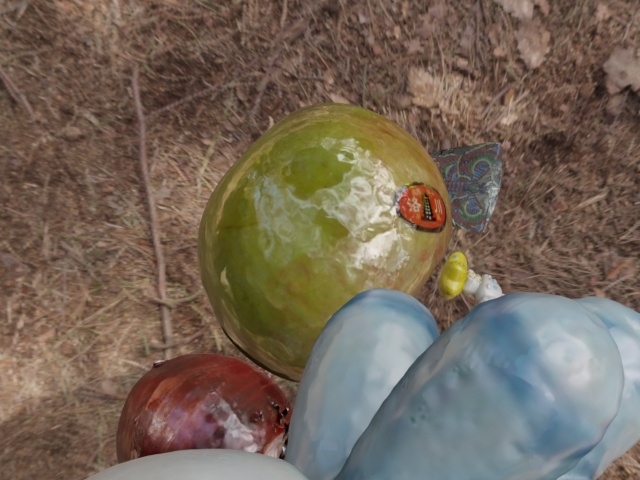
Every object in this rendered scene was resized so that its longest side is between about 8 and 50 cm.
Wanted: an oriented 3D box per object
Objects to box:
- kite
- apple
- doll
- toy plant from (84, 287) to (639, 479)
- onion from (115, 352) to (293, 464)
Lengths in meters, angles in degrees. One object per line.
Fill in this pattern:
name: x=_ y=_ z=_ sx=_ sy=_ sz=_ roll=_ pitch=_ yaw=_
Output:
kite: x=0.159 y=-0.088 z=1.269 sx=0.285 sy=0.015 sz=0.152 roll=1 pitch=109 yaw=-24
apple: x=0.000 y=0.000 z=0.732 sx=0.194 sy=0.261 sz=0.261 roll=38 pitch=93 yaw=1
doll: x=0.239 y=0.077 z=1.274 sx=0.113 sy=0.135 sz=0.071 roll=16 pitch=111 yaw=-18
toy plant: x=0.047 y=0.136 z=0.415 sx=0.332 sy=0.247 sz=0.247 roll=-35 pitch=82 yaw=-19
onion: x=-0.191 y=0.339 z=1.371 sx=0.341 sy=0.341 sz=0.341 roll=0 pitch=87 yaw=9
